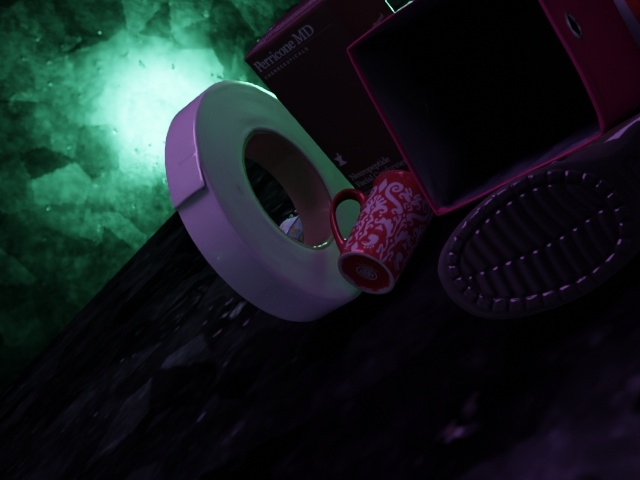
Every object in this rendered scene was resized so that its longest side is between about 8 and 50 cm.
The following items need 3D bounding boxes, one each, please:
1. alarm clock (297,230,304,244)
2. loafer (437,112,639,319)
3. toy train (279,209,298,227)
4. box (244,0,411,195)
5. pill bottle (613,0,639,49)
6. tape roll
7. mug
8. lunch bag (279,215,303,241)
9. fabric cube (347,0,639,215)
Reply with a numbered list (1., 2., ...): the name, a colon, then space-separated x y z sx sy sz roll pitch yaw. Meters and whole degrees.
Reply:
1. alarm clock: 0.000 0.000 1.451 0.192 0.064 0.129 -43 17 6
2. loafer: 0.293 -0.034 0.826 0.365 0.134 0.130 -31 -9 4
3. toy train: -0.039 -0.070 1.759 0.158 0.027 0.036 -45 14 -12
4. box: 0.086 -0.215 1.229 0.191 0.381 0.143 -26 23 42
5. pill bottle: 0.542 -0.403 1.039 0.323 0.181 0.181 -27 22 40
6. tape roll: -0.068 -0.064 1.190 0.072 0.392 0.392 -31 20 30
7. mug: 0.086 -0.009 1.189 0.150 0.113 0.169 -4 43 37
8. lunch bag: -0.055 -0.018 1.624 0.071 0.053 0.083 -18 38 57
9. fabric cube: 0.245 -0.224 1.019 0.259 0.254 0.258 -27 2 42
